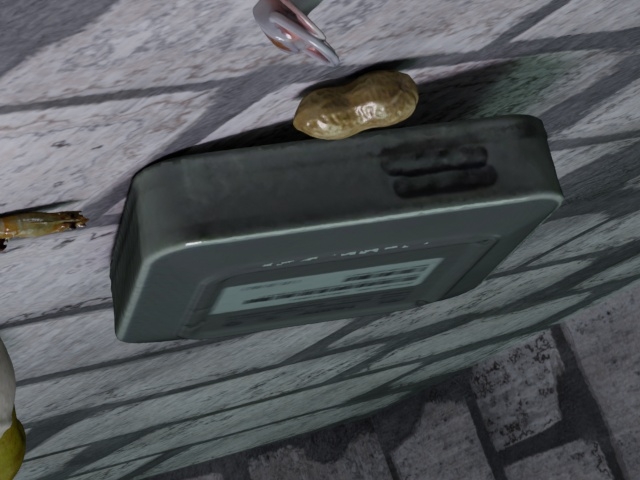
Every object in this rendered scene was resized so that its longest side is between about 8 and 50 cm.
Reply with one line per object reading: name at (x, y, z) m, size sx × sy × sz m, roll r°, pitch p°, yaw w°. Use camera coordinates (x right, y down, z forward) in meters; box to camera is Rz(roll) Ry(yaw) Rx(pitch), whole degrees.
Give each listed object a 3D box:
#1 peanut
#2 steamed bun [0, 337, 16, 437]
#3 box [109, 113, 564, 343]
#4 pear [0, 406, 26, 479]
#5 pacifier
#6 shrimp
peanut at (0.030, -0.115, 1.646) m, size 0.113 × 0.054 × 0.054 m, roll -17°, pitch 169°, yaw -13°
steamed bun at (-0.403, 0.114, 1.645) m, size 0.283 × 0.177 × 0.283 m, roll -14°, pitch 176°, yaw -1°
box at (0.001, 0.001, 1.882) m, size 0.396 × 0.111 × 0.396 m, roll -7°, pitch 165°, yaw -12°
pear at (-0.411, 0.204, 2.074) m, size 0.200 × 0.200 × 0.200 m, roll -19°, pitch 169°, yaw -4°
pacifier at (-0.005, -0.162, 1.313) m, size 0.078 × 0.081 × 0.099 m, roll -48°, pitch 169°, yaw -1°
shrimp at (-0.264, -0.008, 1.715) m, size 0.114 × 0.023 × 0.083 m, roll -10°, pitch 169°, yaw -22°
